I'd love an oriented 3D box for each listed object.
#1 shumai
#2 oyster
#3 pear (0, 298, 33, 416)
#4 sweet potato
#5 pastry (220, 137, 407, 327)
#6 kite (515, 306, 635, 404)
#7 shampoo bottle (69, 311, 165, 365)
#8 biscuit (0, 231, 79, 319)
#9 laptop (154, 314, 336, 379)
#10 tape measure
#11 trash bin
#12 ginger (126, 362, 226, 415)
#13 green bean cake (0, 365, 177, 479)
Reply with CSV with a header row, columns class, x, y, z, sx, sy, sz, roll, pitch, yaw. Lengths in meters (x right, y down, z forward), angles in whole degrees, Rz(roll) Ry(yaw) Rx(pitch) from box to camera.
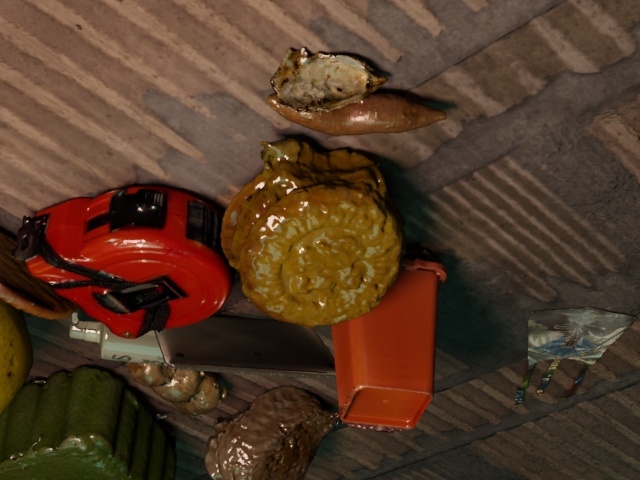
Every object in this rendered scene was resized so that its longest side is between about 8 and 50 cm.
class,x,y,z,sx,sy,sz,roll,pitch,yaw
shumai,-0.113,0.340,2.033,0.185,0.218,0.184,22,159,42
oyster,0.009,-0.179,1.339,0.132,0.086,0.029,19,176,-10
pear,-0.541,0.143,1.598,0.294,0.294,0.294,0,145,0
sweet potato,0.043,-0.153,1.386,0.218,0.051,0.065,4,150,-7
pastry,0.000,0.000,1.496,0.240,0.132,0.235,7,130,-30
kite,0.413,0.198,1.915,0.169,0.015,0.310,-1,144,-1
shampoo bottle,-0.256,0.152,1.785,0.262,0.085,0.085,7,144,-8
biscuit,-0.433,0.027,1.584,0.031,0.176,0.228,-42,92,13
laptop,-0.112,0.152,1.705,0.269,0.187,0.015,6,109,-20
tape measure,-0.246,0.028,1.584,0.260,0.114,0.253,-16,142,22
trash bin,0.077,0.136,1.631,0.184,0.239,0.161,9,144,-8
ginger,-0.241,0.229,1.898,0.104,0.080,0.204,-11,146,24
green bean cake,-0.437,0.376,2.010,0.335,0.218,0.319,-16,135,11
